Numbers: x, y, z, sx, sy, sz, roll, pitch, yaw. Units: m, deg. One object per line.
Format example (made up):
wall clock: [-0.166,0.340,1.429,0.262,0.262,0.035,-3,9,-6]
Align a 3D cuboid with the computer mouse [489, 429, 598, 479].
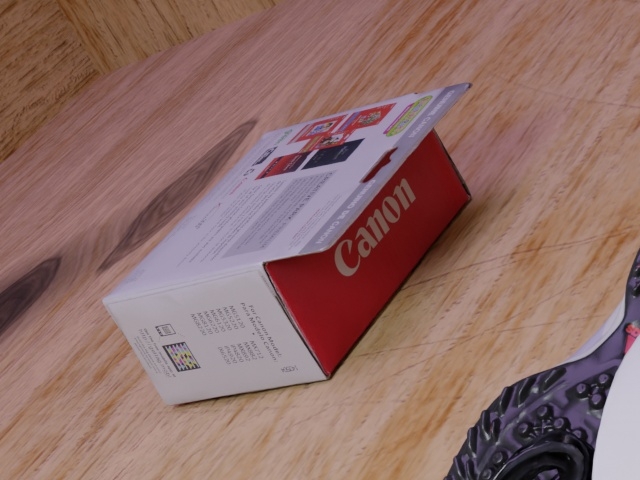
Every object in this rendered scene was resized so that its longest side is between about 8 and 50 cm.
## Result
computer mouse: [0.128,0.188,0.858,0.188,0.272,0.072,-46,53,20]

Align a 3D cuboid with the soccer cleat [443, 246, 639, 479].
soccer cleat: [0.202,0.103,1.146,0.318,0.116,0.109,-50,47,-7]

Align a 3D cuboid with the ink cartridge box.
ink cartridge box: [0.000,0.000,1.657,0.272,0.130,0.309,-13,25,40]

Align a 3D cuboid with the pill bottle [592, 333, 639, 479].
pill bottle: [0.315,0.106,0.677,0.392,0.224,0.224,-5,31,45]
